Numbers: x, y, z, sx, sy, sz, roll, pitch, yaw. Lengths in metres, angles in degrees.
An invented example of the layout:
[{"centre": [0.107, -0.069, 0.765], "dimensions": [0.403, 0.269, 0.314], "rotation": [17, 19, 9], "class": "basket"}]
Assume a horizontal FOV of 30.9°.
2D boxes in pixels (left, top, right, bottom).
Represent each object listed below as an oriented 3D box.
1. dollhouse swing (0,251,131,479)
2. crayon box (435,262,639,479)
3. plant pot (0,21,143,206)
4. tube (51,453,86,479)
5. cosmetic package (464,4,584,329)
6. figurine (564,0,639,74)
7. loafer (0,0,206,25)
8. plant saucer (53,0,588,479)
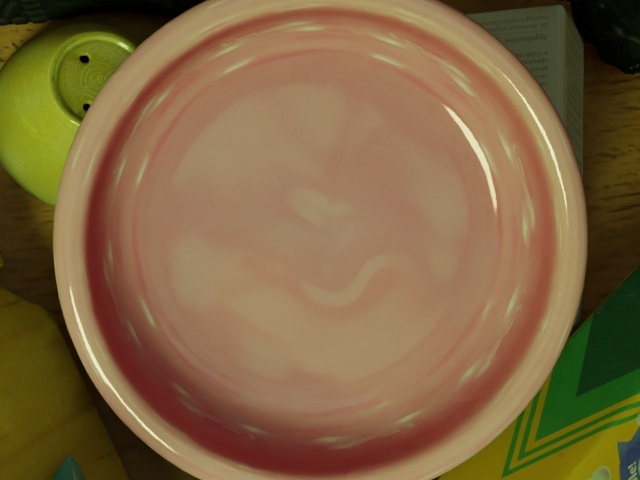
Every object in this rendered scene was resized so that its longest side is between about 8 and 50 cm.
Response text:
[{"centre": [-0.317, 0.230, 0.691], "dimensions": [0.347, 0.305, 0.315], "rotation": [64, 27, 1], "class": "dollhouse swing"}, {"centre": [0.186, 0.194, 0.806], "dimensions": [0.323, 0.083, 0.203], "rotation": [-41, 126, -22], "class": "crayon box"}, {"centre": [-0.155, -0.095, 0.788], "dimensions": [0.134, 0.095, 0.134], "rotation": [4, 79, -19], "class": "plant pot"}, {"centre": [-0.156, 0.199, 0.622], "dimensions": [0.052, 0.207, 0.080], "rotation": [-19, 104, 19], "class": "tube"}, {"centre": [0.132, -0.051, 0.859], "dimensions": [0.117, 0.085, 0.231], "rotation": [-1, 79, 24], "class": "cosmetic package"}, {"centre": [0.219, -0.260, 0.894], "dimensions": [0.209, 0.092, 0.215], "rotation": [15, 71, -54], "class": "figurine"}, {"centre": [-0.117, -0.232, 0.805], "dimensions": [0.366, 0.134, 0.130], "rotation": [-5, 82, -20], "class": "loafer"}, {"centre": [0.000, 0.000, 0.745], "dimensions": [0.332, 0.084, 0.332], "rotation": [-1, 99, -5], "class": "plant saucer"}]
